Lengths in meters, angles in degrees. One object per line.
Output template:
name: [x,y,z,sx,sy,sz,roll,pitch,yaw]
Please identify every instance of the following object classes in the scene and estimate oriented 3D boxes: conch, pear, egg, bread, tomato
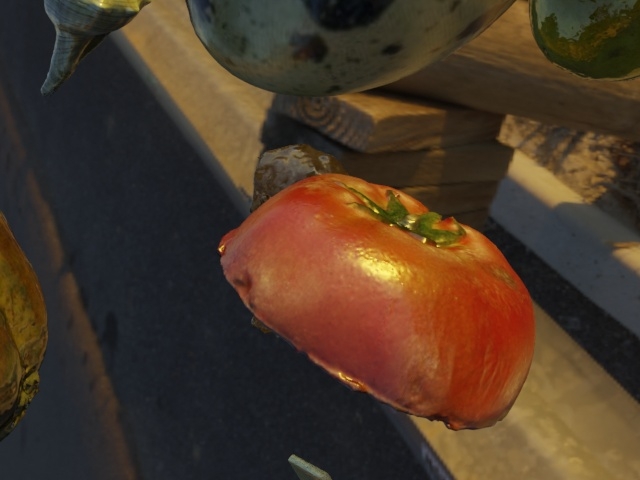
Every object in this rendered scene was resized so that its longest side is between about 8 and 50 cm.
conch: [-0.273,-0.291,1.082,0.114,0.137,0.234,51,138,-10]
pear: [0.394,-0.343,1.190,0.307,0.253,0.253,60,-161,-67]
egg: [0.048,-0.287,0.791,0.379,0.287,0.287,-47,32,-11]
bread: [0.000,0.000,1.066,0.139,0.143,0.229,-6,71,18]
tomato: [0.044,0.021,0.590,0.085,0.225,0.225,-61,38,20]

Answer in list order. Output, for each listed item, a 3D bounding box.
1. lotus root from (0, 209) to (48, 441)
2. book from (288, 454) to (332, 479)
lotus root: [-0.395,0.050,0.837,0.250,0.250,0.346,32,154,56]
book: [0.000,0.325,1.195,0.077,0.014,0.111,59,159,-13]
